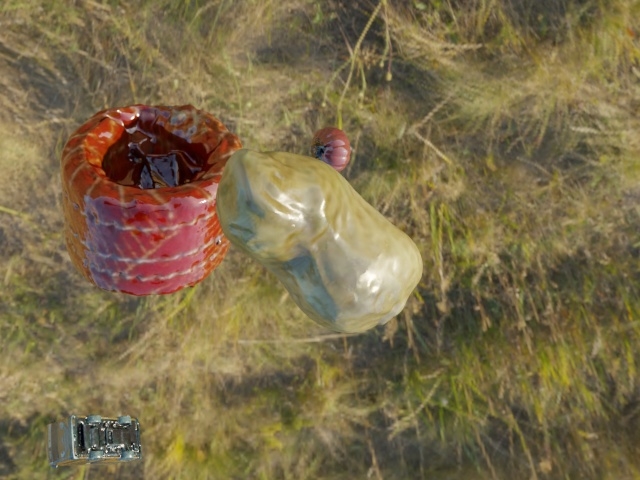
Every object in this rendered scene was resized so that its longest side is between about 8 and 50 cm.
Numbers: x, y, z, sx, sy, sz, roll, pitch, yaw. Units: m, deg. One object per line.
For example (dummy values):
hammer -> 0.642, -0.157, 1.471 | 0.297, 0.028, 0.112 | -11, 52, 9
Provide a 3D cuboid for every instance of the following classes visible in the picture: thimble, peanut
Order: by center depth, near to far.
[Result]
peanut -> 0.000, 0.000, 0.731 | 0.122, 0.137, 0.253 | -40, 121, 12
thimble -> -0.309, -0.083, 1.461 | 0.350, 0.350, 0.230 | 3, 131, -7

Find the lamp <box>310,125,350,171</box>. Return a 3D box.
lamp -> 0.022, -0.206, 1.798 | 0.092, 0.107, 0.107 | -7, 140, -34

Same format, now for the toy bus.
toy bus -> -0.444, 0.390, 1.534 | 0.103, 0.091, 0.182 | -20, 158, 25
